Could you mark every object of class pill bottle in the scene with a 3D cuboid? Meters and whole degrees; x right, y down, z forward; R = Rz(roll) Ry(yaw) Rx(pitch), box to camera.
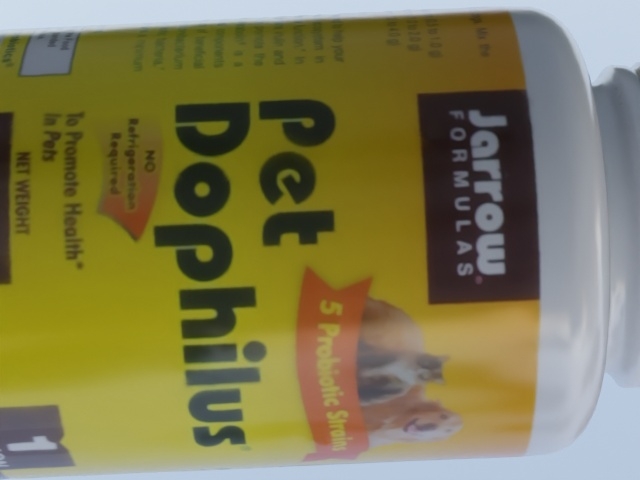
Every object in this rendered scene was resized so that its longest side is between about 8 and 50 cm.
[{"bbox_3d":[0.000,0.000,0.415,0.215,0.117,0.117,-3,-140,0],"label":"pill bottle"}]
